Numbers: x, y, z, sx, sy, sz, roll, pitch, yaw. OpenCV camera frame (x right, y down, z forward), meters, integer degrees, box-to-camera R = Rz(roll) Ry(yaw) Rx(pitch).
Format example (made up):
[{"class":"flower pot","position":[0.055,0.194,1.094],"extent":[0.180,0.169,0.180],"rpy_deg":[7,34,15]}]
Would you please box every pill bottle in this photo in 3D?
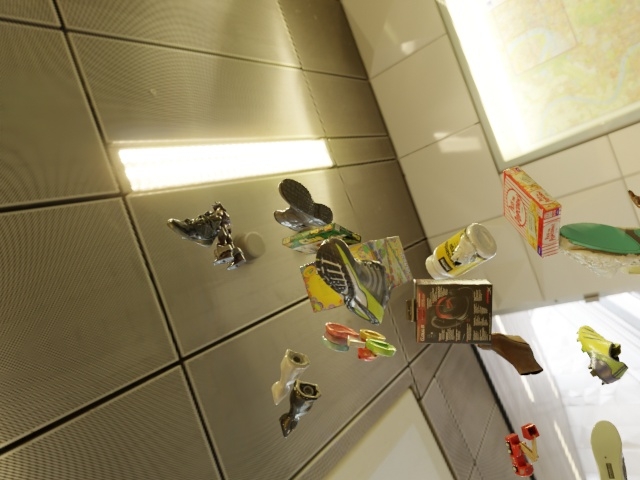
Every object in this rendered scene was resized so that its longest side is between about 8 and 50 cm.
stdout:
[{"class":"pill bottle","position":[0.698,0.071,2.281],"extent":[0.187,0.334,0.188],"rpy_deg":[20,-130,-26]}]

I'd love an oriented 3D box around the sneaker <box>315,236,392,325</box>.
[{"class":"sneaker","position":[0.088,0.082,1.093],"extent":[0.121,0.111,0.300],"rpy_deg":[-57,-42,-23]}]

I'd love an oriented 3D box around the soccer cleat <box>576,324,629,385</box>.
[{"class":"soccer cleat","position":[0.944,0.365,1.510],"extent":[0.093,0.121,0.289],"rpy_deg":[41,-153,-2]}]

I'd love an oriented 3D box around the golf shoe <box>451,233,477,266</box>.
[{"class":"golf shoe","position":[0.515,0.045,1.635],"extent":[0.069,0.086,0.176],"rpy_deg":[59,180,37]}]

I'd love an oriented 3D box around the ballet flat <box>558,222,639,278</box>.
[{"class":"ballet flat","position":[0.769,0.035,1.133],"extent":[0.408,0.147,0.147],"rpy_deg":[-1,-110,-8]}]

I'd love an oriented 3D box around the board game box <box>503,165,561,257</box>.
[{"class":"board game box","position":[0.519,-0.074,1.120],"extent":[0.193,0.045,0.147],"rpy_deg":[-105,-3,-53]}]

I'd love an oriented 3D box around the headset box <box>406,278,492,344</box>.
[{"class":"headset box","position":[0.458,0.253,1.633],"extent":[0.110,0.293,0.218],"rpy_deg":[-43,-49,-82]}]

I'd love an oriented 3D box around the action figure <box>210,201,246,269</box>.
[{"class":"action figure","position":[-0.382,-0.029,1.762],"extent":[0.185,0.099,0.285],"rpy_deg":[54,-167,-59]}]

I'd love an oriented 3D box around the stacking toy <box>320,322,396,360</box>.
[{"class":"stacking toy","position":[0.164,0.477,1.980],"extent":[0.308,0.279,0.130],"rpy_deg":[16,-87,-20]}]

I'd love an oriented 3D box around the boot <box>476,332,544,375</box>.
[{"class":"boot","position":[0.862,0.522,2.065],"extent":[0.207,0.248,0.090],"rpy_deg":[-103,14,-53]}]

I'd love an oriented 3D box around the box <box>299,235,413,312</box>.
[{"class":"box","position":[0.134,0.120,1.632],"extent":[0.279,0.290,0.177],"rpy_deg":[-8,-102,-59]}]

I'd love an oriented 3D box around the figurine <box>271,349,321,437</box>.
[{"class":"figurine","position":[-0.103,0.516,1.532],"extent":[0.092,0.209,0.215],"rpy_deg":[13,-152,-28]}]

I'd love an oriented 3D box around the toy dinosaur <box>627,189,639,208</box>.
[{"class":"toy dinosaur","position":[0.424,-0.055,0.512],"extent":[0.211,0.112,0.064],"rpy_deg":[17,-135,-54]}]

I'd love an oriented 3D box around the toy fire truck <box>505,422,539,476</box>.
[{"class":"toy fire truck","position":[0.734,0.753,1.621],"extent":[0.047,0.135,0.192],"rpy_deg":[-10,-99,-24]}]

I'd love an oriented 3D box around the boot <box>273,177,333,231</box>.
[{"class":"boot","position":[-0.122,-0.129,1.933],"extent":[0.338,0.222,0.118],"rpy_deg":[39,-129,-42]}]

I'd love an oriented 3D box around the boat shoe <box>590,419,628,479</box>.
[{"class":"boat shoe","position":[0.686,0.528,1.073],"extent":[0.083,0.065,0.183],"rpy_deg":[39,-130,-47]}]

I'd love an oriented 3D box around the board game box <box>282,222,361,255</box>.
[{"class":"board game box","position":[0.000,0.000,1.563],"extent":[0.136,0.259,0.030],"rpy_deg":[27,-119,-37]}]

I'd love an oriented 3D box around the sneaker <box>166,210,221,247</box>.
[{"class":"sneaker","position":[-0.443,-0.060,1.623],"extent":[0.087,0.130,0.227],"rpy_deg":[38,-174,32]}]
